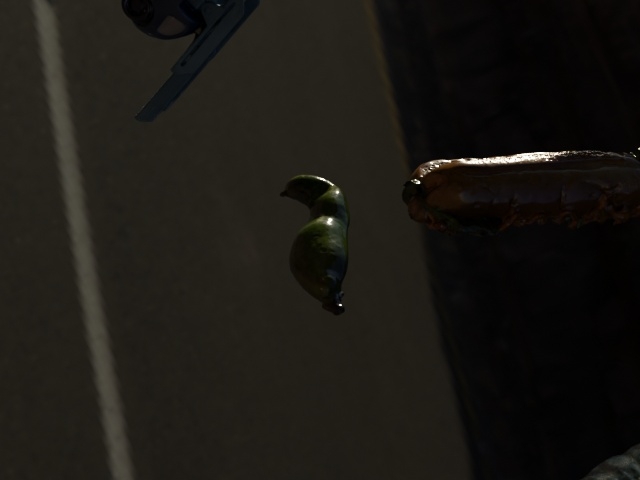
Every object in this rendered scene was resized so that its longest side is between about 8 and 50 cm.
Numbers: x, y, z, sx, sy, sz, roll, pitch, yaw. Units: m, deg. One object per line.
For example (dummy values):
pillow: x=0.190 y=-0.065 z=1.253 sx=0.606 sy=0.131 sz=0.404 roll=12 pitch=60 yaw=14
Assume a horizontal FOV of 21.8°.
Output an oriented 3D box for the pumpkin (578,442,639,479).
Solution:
pumpkin: x=0.338 y=0.315 z=1.417 sx=0.363 sy=0.363 sz=0.266 roll=-55 pitch=124 yaw=-73

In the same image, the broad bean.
broad bean: x=0.000 y=0.000 z=1.665 sx=0.214 sy=0.070 sz=0.048 roll=-102 pitch=180 yaw=-54

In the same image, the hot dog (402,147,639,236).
hot dog: x=0.144 y=-0.032 z=1.119 sx=0.072 sy=0.188 sz=0.055 roll=-178 pitch=-96 yaw=-71

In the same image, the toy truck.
toy truck: x=-0.107 y=-0.152 z=1.180 sx=0.074 sy=0.136 sz=0.063 roll=45 pitch=33 yaw=-2
